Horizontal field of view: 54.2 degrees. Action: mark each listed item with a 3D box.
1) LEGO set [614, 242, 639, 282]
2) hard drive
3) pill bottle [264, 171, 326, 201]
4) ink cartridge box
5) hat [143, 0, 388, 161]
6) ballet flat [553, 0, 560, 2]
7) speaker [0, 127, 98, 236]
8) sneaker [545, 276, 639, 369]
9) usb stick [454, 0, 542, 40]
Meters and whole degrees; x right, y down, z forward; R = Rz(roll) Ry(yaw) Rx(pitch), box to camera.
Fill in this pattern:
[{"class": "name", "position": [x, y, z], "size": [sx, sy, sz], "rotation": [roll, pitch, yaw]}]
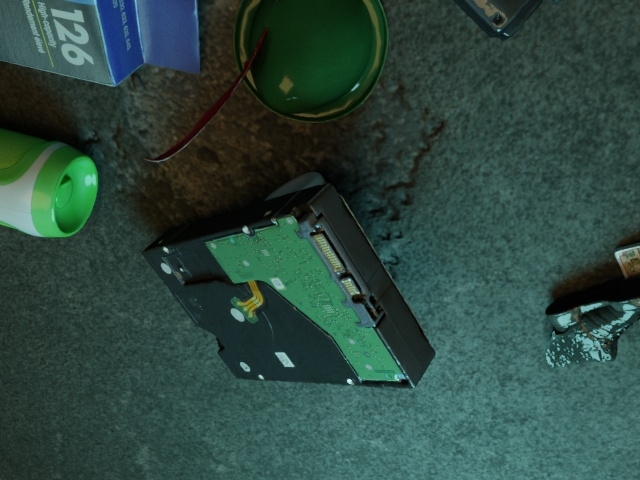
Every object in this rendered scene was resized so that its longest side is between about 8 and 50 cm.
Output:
[{"class": "LEGO set", "position": [0.479, 0.077, 0.727], "size": [0.182, 0.060, 0.244], "rotation": [-19, 112, 36]}, {"class": "hard drive", "position": [-0.054, 0.069, 0.756], "size": [0.338, 0.064, 0.237], "rotation": [-12, 118, 49]}, {"class": "pill bottle", "position": [0.000, 0.000, 0.765], "size": [0.086, 0.086, 0.152], "rotation": [-22, 112, 24]}, {"class": "ink cartridge box", "position": [-0.279, -0.297, 0.608], "size": [0.307, 0.072, 0.304], "rotation": [14, 142, 3]}, {"class": "hat", "position": [-0.035, -0.165, 0.622], "size": [0.172, 0.184, 0.209], "rotation": [25, 122, -1]}, {"class": "ballet flat", "position": [0.286, -0.289, 0.542], "size": [0.074, 0.074, 0.203], "rotation": [30, 119, -4]}, {"class": "speaker", "position": [-0.447, -0.093, 0.799], "size": [0.296, 0.131, 0.131], "rotation": [15, 121, 5]}, {"class": "sneaker", "position": [0.341, 0.104, 0.750], "size": [0.170, 0.051, 0.089], "rotation": [-22, 104, 41]}, {"class": "usb stick", "position": [0.096, -0.304, 0.582], "size": [0.278, 0.045, 0.077], "rotation": [41, 81, -11]}]
